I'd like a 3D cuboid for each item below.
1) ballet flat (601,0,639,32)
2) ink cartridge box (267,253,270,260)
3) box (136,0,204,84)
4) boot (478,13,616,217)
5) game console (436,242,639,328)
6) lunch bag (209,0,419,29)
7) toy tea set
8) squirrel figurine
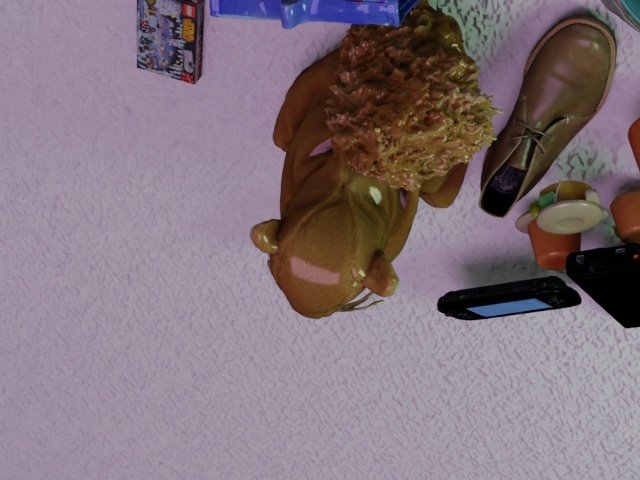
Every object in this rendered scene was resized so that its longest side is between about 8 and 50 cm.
[{"bbox_3d":[0.326,-0.329,1.372,0.213,0.072,0.068,51,158,-21],"label":"ballet flat"},{"bbox_3d":[0.000,0.000,1.781,0.135,0.099,0.056,-17,121,36],"label":"ink cartridge box"},{"bbox_3d":[-0.214,-0.294,1.671,0.094,0.027,0.137,17,134,10],"label":"box"},{"bbox_3d":[0.286,-0.147,1.508,0.112,0.115,0.305,27,134,4],"label":"boot"},{"bbox_3d":[0.346,0.082,1.669,0.361,0.044,0.213,-10,151,33],"label":"game console"},{"bbox_3d":[0.017,-0.330,1.343,0.221,0.293,0.138,9,132,19],"label":"lunch bag"},{"bbox_3d":[0.392,-0.075,1.549,0.336,0.124,0.200,-20,148,33],"label":"toy tea set"},{"bbox_3d":[0.051,-0.100,1.475,0.281,0.370,0.397,27,135,1],"label":"squirrel figurine"}]
